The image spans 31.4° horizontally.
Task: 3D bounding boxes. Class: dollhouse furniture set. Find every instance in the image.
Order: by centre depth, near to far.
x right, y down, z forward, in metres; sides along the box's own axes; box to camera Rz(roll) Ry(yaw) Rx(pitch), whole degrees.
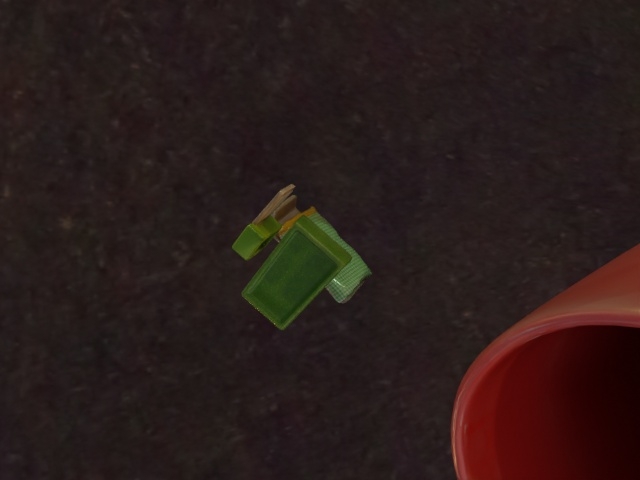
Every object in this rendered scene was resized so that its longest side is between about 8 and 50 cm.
[{"bbox_3d":[0.000,0.000,0.705,0.076,0.152,0.058,42,111,3],"label":"dollhouse furniture set"}]

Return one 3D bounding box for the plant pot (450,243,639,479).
[{"bbox_3d":[0.255,0.099,0.677,0.275,0.243,0.274,23,131,29],"label":"plant pot"}]
